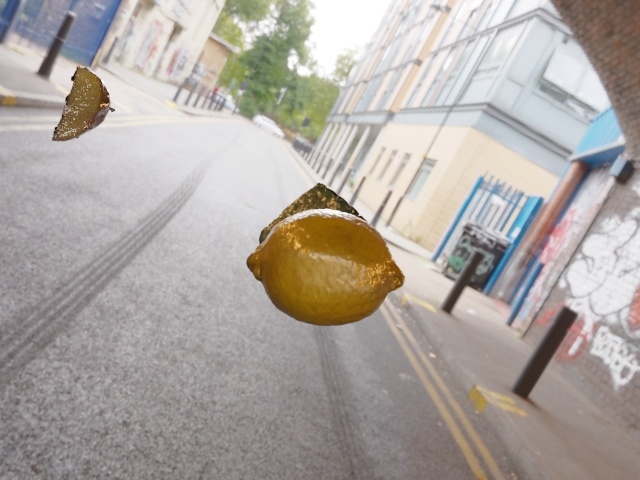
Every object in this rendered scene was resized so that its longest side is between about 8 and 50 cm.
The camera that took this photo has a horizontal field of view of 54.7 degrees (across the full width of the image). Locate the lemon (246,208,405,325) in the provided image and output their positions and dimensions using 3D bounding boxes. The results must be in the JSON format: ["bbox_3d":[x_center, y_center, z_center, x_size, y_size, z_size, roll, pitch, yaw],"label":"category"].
[{"bbox_3d":[0.008,0.043,0.992,0.256,0.188,0.188,9,6,6],"label":"lemon"}]

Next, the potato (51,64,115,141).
[{"bbox_3d":[-0.478,-0.260,1.283,0.089,0.172,0.100,13,-16,-5],"label":"potato"}]

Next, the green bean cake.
[{"bbox_3d":[0.000,0.000,1.450,0.222,0.227,0.125,45,-1,32],"label":"green bean cake"}]
